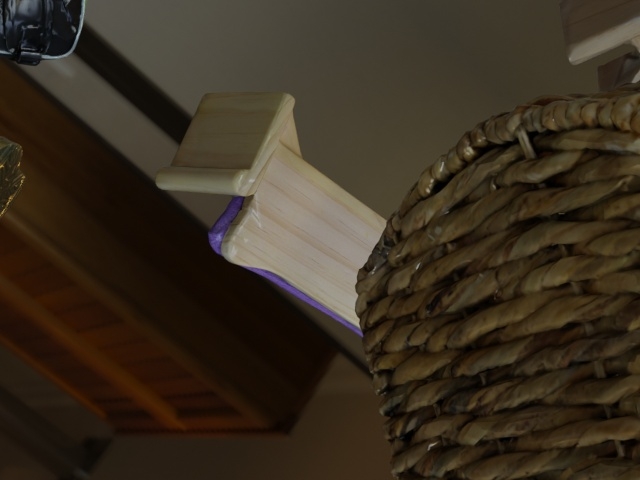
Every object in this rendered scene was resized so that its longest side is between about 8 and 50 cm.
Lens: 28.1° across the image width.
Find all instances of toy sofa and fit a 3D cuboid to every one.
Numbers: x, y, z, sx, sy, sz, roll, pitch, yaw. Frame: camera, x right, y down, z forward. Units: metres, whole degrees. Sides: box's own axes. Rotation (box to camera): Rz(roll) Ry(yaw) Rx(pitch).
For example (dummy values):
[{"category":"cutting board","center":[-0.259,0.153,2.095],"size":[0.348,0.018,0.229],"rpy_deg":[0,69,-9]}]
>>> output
[{"category":"toy sofa","center":[0.000,0.000,1.388],"size":[0.150,0.362,0.177],"rpy_deg":[9,-109,51]}]

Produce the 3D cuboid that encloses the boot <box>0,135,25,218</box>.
[{"category":"boot","center":[-0.454,-0.119,1.355],"size":[0.089,0.269,0.236],"rpy_deg":[-59,-176,-15]}]

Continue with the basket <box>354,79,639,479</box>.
[{"category":"basket","center":[0.177,0.034,0.560],"size":[0.223,0.214,0.299],"rpy_deg":[-10,172,-24]}]

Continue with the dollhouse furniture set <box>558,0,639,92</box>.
[{"category":"dollhouse furniture set","center":[0.380,-0.167,1.046],"size":[0.256,0.362,0.394],"rpy_deg":[-23,-146,23]}]

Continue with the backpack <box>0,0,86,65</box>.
[{"category":"backpack","center":[-0.355,-0.327,1.346],"size":[0.191,0.225,0.254],"rpy_deg":[29,-69,57]}]
